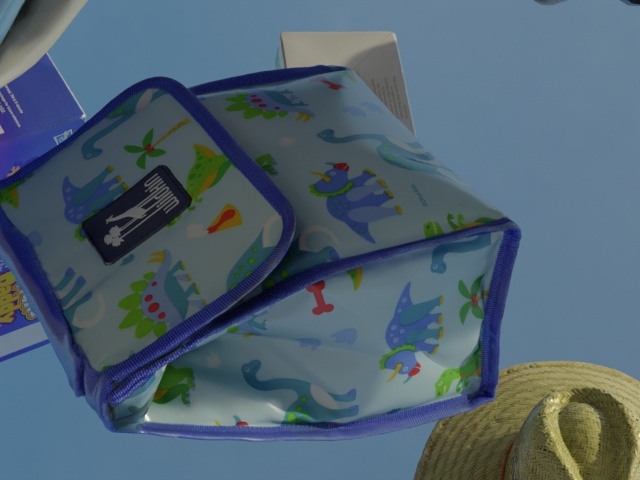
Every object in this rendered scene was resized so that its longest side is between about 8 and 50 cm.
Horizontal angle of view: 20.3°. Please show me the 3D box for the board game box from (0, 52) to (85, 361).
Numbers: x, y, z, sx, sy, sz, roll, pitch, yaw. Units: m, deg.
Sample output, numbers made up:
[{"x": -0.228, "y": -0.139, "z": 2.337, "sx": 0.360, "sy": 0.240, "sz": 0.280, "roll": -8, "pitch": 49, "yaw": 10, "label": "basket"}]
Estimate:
[{"x": -0.270, "y": -0.118, "z": 1.184, "sx": 0.078, "sy": 0.233, "sz": 0.347, "roll": -21, "pitch": -120, "yaw": -24, "label": "board game box"}]

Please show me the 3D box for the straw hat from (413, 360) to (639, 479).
[{"x": 0.103, "y": 0.094, "z": 0.702, "sx": 0.144, "sy": 0.061, "sz": 0.144, "roll": 1, "pitch": -126, "yaw": -2, "label": "straw hat"}]

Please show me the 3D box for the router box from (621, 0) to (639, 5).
[{"x": 0.032, "y": -0.132, "z": 0.289, "sx": 0.046, "sy": 0.179, "sz": 0.133, "roll": 6, "pitch": -102, "yaw": 48, "label": "router box"}]

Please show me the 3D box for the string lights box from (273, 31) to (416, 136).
[{"x": 0.000, "y": 0.000, "z": 1.150, "sx": 0.077, "sy": 0.259, "sz": 0.133, "roll": -1, "pitch": -125, "yaw": -12, "label": "string lights box"}]

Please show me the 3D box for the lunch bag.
[{"x": -0.028, "y": 0.006, "z": 0.617, "sx": 0.129, "sy": 0.151, "sz": 0.096, "roll": 49, "pitch": -36, "yaw": 49, "label": "lunch bag"}]

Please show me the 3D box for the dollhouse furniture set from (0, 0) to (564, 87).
[{"x": -0.054, "y": -0.068, "z": 0.653, "sx": 0.303, "sy": 0.198, "sz": 0.286, "roll": -53, "pitch": -173, "yaw": -2, "label": "dollhouse furniture set"}]
